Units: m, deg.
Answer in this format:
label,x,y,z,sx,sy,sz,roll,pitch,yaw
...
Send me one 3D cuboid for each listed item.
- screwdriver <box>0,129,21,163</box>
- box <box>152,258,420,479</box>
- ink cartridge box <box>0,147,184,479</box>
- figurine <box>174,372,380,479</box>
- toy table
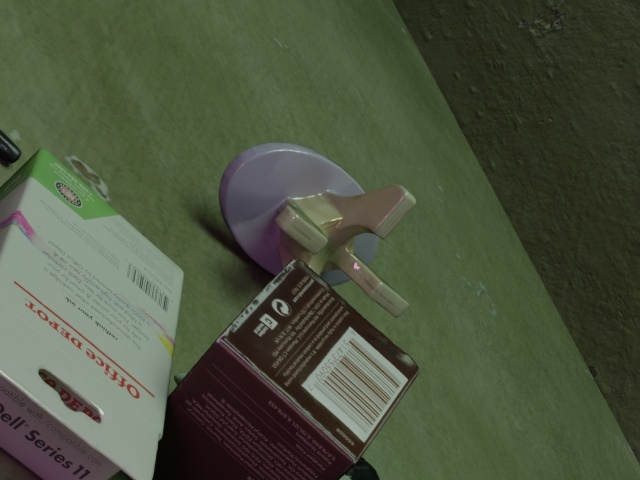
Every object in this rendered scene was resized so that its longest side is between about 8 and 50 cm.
label,x,y,z,sx,sy,sz,roll,pitch,yaw
screwdriver,-0.400,-0.144,1.473,0.170,0.025,0.024,38,22,-7
box,-0.047,0.163,1.278,0.167,0.203,0.168,42,36,1
ink cartridge box,-0.245,0.090,1.221,0.207,0.119,0.353,44,20,-22
figurine,-0.057,0.224,1.450,0.209,0.092,0.215,4,48,-58
toy table,0.000,0.000,1.784,0.274,0.252,0.161,23,15,-36
